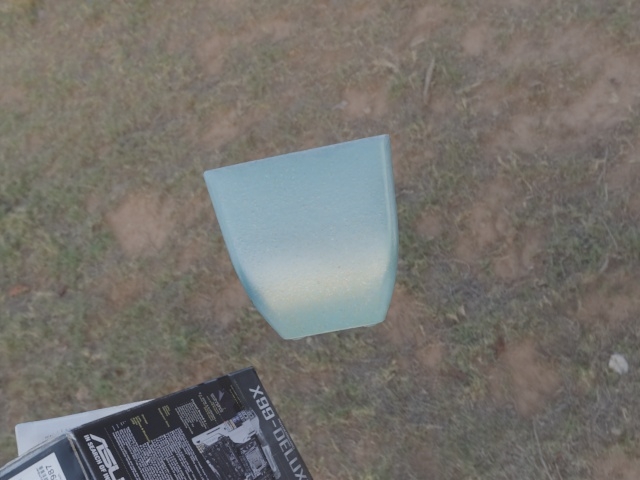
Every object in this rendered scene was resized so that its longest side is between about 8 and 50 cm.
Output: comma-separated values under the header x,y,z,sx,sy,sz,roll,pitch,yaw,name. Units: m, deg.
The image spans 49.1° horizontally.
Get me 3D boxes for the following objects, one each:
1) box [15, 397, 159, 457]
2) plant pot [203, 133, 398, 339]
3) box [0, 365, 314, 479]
x,y,z,sx,sy,sz,roll,pitch,yaw,name
-0.249,0.250,0.910,0.232,0.322,0.059,-8,76,-17,box
0.000,0.000,1.012,0.247,0.247,0.253,-11,93,5,plant pot
-0.046,0.243,0.444,0.076,0.242,0.308,-33,80,14,box
